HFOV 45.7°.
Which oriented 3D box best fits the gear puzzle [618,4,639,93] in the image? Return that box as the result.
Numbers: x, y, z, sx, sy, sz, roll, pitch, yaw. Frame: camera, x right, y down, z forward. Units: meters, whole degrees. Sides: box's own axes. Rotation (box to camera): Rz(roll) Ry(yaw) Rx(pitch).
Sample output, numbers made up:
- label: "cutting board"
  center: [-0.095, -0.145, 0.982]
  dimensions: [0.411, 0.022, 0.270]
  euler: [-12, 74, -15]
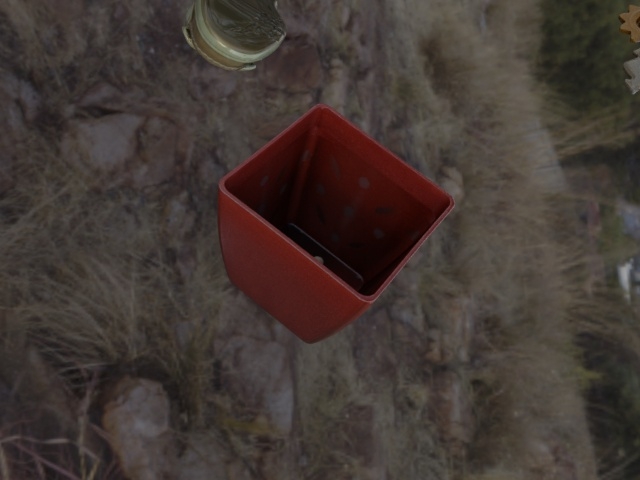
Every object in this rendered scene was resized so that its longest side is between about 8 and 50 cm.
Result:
- label: "gear puzzle"
  center: [0.523, -0.212, 1.074]
  dimensions: [0.044, 0.175, 0.339]
  euler: [82, -15, -61]

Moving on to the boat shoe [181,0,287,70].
- label: "boat shoe"
  center: [-0.056, -0.132, 0.467]
  dimensions: [0.056, 0.048, 0.153]
  euler: [29, 27, -21]

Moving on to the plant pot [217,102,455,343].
- label: "plant pot"
  center: [0.000, 0.000, 1.174]
  dimensions: [0.267, 0.267, 0.236]
  euler: [-45, 167, -39]
